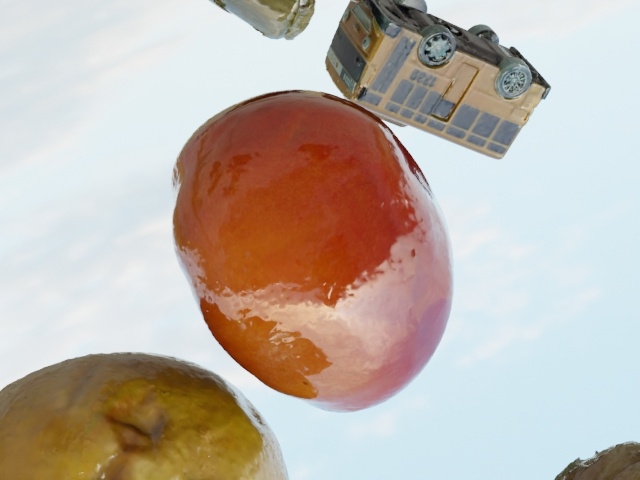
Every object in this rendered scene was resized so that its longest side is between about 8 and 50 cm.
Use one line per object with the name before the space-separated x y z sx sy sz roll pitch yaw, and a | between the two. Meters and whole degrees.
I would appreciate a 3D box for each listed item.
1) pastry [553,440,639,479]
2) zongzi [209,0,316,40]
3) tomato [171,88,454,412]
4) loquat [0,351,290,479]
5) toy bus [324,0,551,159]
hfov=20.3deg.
pastry | 0.136 0.162 0.817 0.153 0.081 0.153 -61 -171 17
zongzi | -0.102 -0.250 1.636 0.176 0.078 0.160 -3 -135 -45
tomato | 0.000 -0.001 1.347 0.180 0.260 0.260 -27 -166 11
loquat | -0.156 0.223 1.359 0.276 0.276 0.284 -33 178 -42
toy bus | 0.105 -0.161 1.711 0.201 0.114 0.098 18 -156 -31
